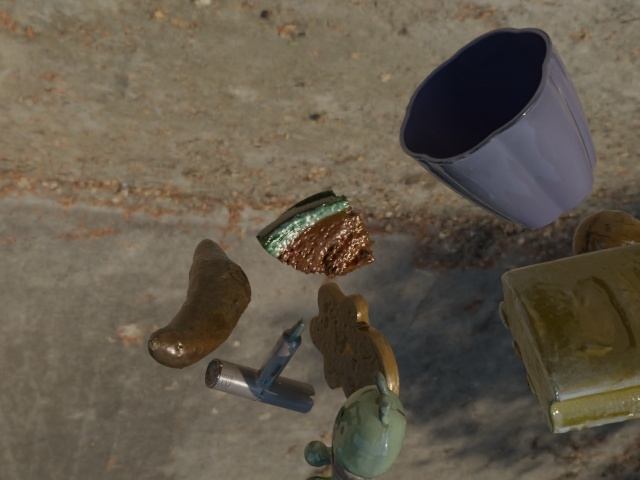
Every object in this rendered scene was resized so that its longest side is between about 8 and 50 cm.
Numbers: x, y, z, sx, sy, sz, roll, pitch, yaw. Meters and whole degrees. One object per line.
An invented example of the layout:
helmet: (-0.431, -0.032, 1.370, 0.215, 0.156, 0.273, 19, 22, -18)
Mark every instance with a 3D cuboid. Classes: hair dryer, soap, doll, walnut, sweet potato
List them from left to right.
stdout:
sweet potato: (-0.161, 0.082, 1.075, 0.114, 0.092, 0.341, 13, -154, -3)
hair dryer: (-0.052, 0.199, 1.184, 0.195, 0.053, 0.220, 23, 129, -29)
doll: (0.066, 0.309, 1.109, 0.113, 0.155, 0.275, 20, 129, -14)
soap: (0.510, 0.157, 1.242, 0.335, 0.293, 0.156, -11, 136, 2)
walnut: (0.655, 0.019, 1.594, 0.207, 0.167, 0.167, 25, 152, -34)

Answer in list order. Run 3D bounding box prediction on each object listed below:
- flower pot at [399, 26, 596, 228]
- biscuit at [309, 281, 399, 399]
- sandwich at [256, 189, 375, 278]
flower pot: (0.294, -0.152, 1.123, 0.265, 0.265, 0.243, -15, 133, 41)
biscuit: (0.079, 0.258, 1.684, 0.052, 0.275, 0.355, -7, -146, -30)
sandwich: (-0.009, 0.004, 1.318, 0.185, 0.160, 0.109, -30, -175, -8)
